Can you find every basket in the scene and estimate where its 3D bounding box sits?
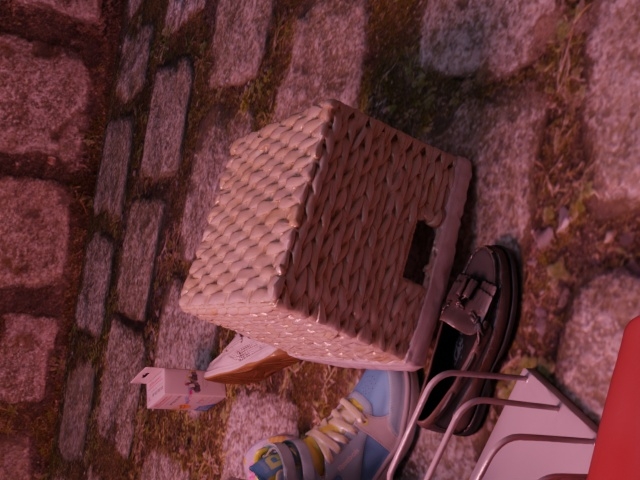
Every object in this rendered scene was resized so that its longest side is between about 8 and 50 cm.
[{"bbox_3d":[0.000,0.000,1.260,0.331,0.266,0.328,-9,61,58],"label":"basket"}]

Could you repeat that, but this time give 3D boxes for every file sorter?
[{"bbox_3d":[0.224,0.293,0.944,0.278,0.173,0.193,47,121,54],"label":"file sorter"}]

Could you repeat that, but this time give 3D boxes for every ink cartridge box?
[{"bbox_3d":[-0.309,0.323,1.823,0.104,0.181,0.061,-43,47,47],"label":"ink cartridge box"}]

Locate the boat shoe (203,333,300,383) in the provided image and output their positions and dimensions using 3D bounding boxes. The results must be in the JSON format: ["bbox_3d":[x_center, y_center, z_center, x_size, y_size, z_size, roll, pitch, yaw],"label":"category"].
[{"bbox_3d":[-0.134,0.217,1.651,0.277,0.098,0.096,-27,58,43],"label":"boat shoe"}]

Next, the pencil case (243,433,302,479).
[{"bbox_3d":[-0.044,0.456,1.409,0.124,0.113,0.273,-46,41,16],"label":"pencil case"}]

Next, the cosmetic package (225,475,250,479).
[{"bbox_3d":[0.000,0.431,1.052,0.385,0.217,0.156,5,98,26],"label":"cosmetic package"}]

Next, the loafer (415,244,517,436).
[{"bbox_3d":[0.193,0.133,1.127,0.096,0.084,0.267,18,97,60],"label":"loafer"}]

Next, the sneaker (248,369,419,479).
[{"bbox_3d":[0.013,0.300,1.252,0.127,0.208,0.319,27,98,61],"label":"sneaker"}]

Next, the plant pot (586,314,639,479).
[{"bbox_3d":[0.352,0.194,0.701,0.275,0.275,0.243,-22,53,56],"label":"plant pot"}]
